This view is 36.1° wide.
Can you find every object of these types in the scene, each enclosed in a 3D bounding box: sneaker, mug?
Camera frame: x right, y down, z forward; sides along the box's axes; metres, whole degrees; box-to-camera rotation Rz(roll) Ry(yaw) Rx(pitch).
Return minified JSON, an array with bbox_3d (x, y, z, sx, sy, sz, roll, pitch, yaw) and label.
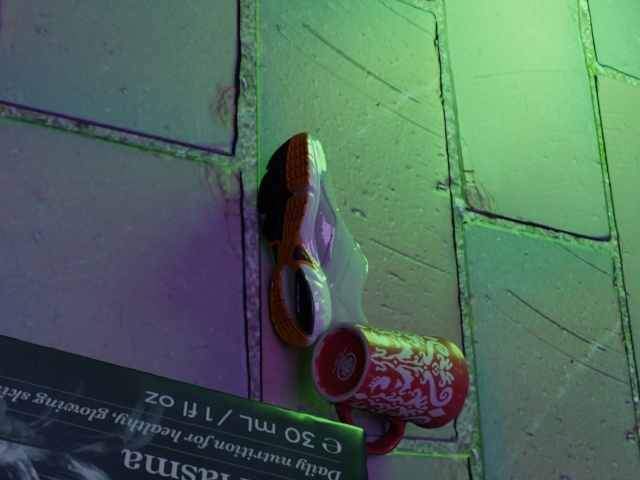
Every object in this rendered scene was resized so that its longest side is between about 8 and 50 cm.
[{"bbox_3d":[0.000,0.000,1.198,0.121,0.099,0.262,6,77,-41],"label":"sneaker"},{"bbox_3d":[0.078,0.172,1.144,0.169,0.113,0.150,19,70,-43],"label":"mug"}]

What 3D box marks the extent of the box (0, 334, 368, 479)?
[{"bbox_3d":[-0.227,0.324,0.612,0.480,0.297,0.472,17,38,-14],"label":"box"}]

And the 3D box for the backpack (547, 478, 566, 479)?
[{"bbox_3d":[0.173,0.383,1.064,0.225,0.253,0.191,-36,99,-42],"label":"backpack"}]
